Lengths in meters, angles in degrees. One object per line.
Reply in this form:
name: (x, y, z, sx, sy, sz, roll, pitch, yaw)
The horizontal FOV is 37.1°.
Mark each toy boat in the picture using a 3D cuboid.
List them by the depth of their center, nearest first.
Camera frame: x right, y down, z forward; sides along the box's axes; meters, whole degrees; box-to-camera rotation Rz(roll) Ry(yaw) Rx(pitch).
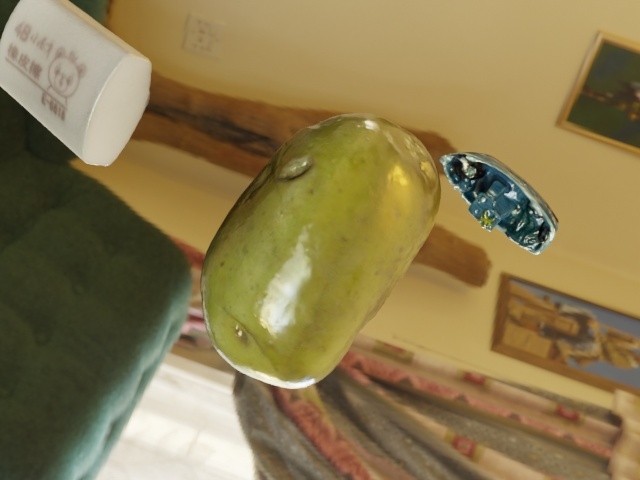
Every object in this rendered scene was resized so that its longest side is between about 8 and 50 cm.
toy boat: (0.175, -0.041, 0.950, 0.061, 0.137, 0.060, -32, 165, -42)

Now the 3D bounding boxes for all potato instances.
potato: (0.000, 0.001, 0.774, 0.228, 0.148, 0.197, -60, 153, 5)

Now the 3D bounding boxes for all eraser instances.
eraser: (-0.376, -0.251, 1.433, 0.095, 0.270, 0.174, 6, 117, -51)
